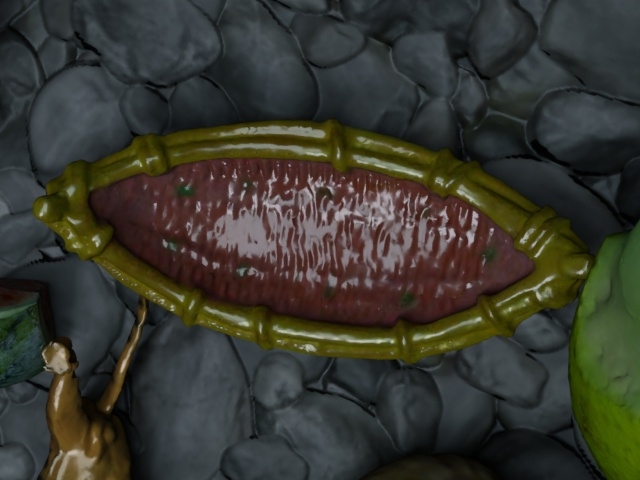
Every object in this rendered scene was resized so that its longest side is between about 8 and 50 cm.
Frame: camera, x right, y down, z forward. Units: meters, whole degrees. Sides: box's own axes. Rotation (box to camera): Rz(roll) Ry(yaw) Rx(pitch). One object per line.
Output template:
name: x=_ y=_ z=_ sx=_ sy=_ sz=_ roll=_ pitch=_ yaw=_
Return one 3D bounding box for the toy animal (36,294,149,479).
toy animal: x=-0.149 y=0.138 z=0.995 sx=0.114 sy=0.116 sz=0.255 roll=28 pitch=94 yaw=-10

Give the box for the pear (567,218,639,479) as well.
pear: x=0.262 y=0.037 z=0.850 sx=0.282 sy=0.286 sz=0.176 roll=-52 pitch=44 yaw=30

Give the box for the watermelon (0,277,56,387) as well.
watermelon: x=-0.206 y=0.058 z=1.010 sx=0.085 sy=0.072 sz=0.092 roll=11 pitch=139 yaw=-3

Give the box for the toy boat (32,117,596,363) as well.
toy boat: x=-0.001 y=-0.001 z=0.939 sx=0.318 sy=0.099 sz=0.141 roll=7 pitch=97 yaw=6

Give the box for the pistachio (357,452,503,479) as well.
pistachio: x=0.044 y=0.196 z=0.960 sx=0.185 sy=0.126 sz=0.108 roll=-28 pitch=50 yaw=16
